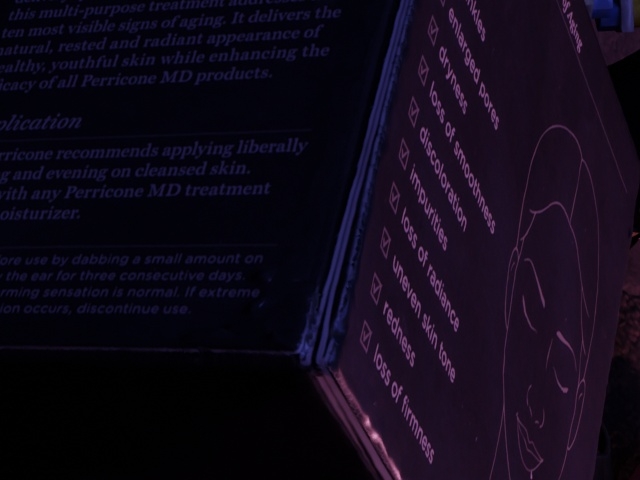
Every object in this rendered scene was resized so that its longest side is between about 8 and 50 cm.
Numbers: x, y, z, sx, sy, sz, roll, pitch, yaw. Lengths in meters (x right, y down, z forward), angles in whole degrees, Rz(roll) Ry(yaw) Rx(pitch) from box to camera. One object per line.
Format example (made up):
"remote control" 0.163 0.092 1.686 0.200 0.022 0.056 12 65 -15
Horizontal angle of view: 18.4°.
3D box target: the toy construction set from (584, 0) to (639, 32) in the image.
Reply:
"toy construction set" 0.260 -0.349 1.899 0.151 0.215 0.327 11 85 0

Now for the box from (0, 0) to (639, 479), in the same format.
"box" 0.000 0.000 1.306 0.480 0.297 0.471 60 38 -49

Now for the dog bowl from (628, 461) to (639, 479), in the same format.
"dog bowl" 0.403 0.320 1.767 0.408 0.150 0.408 -4 96 -44

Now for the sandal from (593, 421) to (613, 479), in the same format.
"sandal" 0.199 0.175 1.728 0.120 0.086 0.302 -33 99 -48

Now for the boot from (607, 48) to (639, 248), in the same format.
"boot" 0.357 -0.029 1.829 0.138 0.284 0.377 -8 79 -49
